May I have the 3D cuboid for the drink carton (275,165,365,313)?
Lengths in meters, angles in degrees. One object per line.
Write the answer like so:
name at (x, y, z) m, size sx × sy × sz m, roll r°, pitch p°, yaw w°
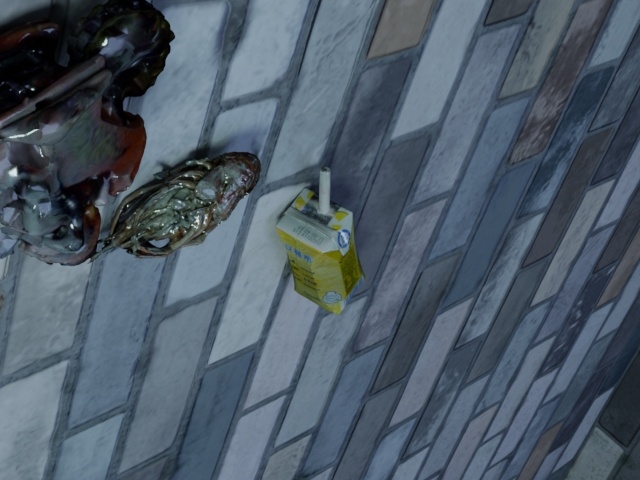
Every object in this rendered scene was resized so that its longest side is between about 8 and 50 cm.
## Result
drink carton at (0.000, 0.000, 1.442) m, size 0.074 × 0.084 × 0.200 m, roll -51°, pitch 155°, yaw -19°

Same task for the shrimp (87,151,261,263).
shrimp at (-0.135, -0.028, 1.215) m, size 0.190 × 0.075 × 0.073 m, roll -25°, pitch 179°, yaw -21°

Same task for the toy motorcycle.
toy motorcycle at (-0.268, -0.027, 0.941) m, size 0.401 × 0.134 × 0.207 m, roll -32°, pitch 143°, yaw -33°
